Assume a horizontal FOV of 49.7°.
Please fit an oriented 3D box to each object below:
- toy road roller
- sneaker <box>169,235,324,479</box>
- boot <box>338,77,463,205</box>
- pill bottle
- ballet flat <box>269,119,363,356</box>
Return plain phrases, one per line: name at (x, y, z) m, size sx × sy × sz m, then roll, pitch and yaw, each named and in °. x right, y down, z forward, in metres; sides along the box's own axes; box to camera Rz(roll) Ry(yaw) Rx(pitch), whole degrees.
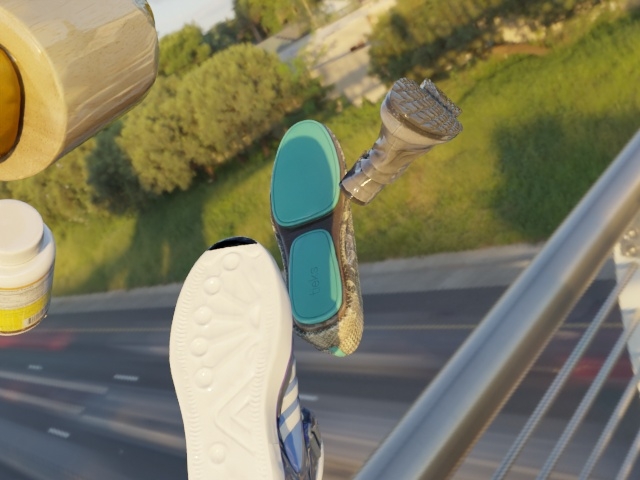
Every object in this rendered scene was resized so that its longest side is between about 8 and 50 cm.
toy road roller at (-0.302, -0.105, 0.495) m, size 0.202 × 0.330 × 0.240 m, roll -62°, pitch -7°, yaw -57°
sneaker at (-0.072, 0.182, 0.800) m, size 0.130 × 0.322 × 0.236 m, roll -8°, pitch -21°, yaw 8°
boot at (0.113, -0.137, 1.098) m, size 0.222 × 0.118 × 0.338 m, roll -47°, pitch -6°, yaw 21°
pill bottle at (-0.429, 0.037, 0.952) m, size 0.117 × 0.117 × 0.215 m, roll -44°, pitch -8°, yaw -39°
ballet flat at (0.000, 0.000, 1.297) m, size 0.164 × 0.182 × 0.482 m, roll -16°, pitch 53°, yaw 13°
